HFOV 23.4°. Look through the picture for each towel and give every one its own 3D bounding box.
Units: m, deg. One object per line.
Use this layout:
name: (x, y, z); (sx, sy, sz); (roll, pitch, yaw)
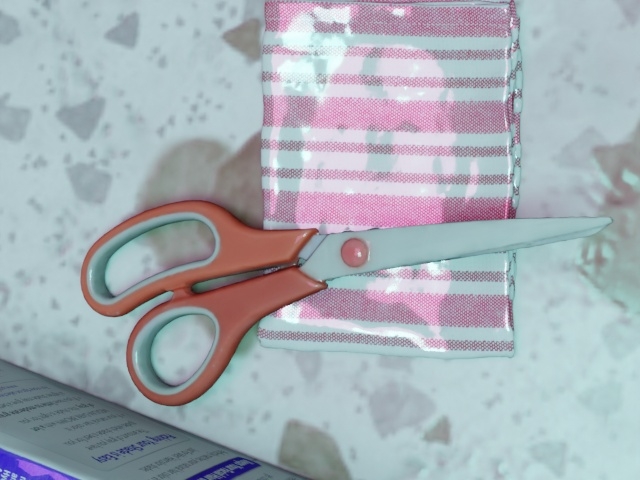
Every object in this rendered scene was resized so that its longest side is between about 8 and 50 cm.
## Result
towel: (0.035, -0.035, 0.838); (0.144, 0.029, 0.197); (1, 89, 13)

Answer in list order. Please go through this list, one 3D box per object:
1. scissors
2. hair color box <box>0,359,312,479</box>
scissors: (0.000, 0.000, 0.817); (0.297, 0.021, 0.109); (-23, 79, 24)
hair color box: (-0.085, 0.161, 0.779); (0.339, 0.185, 0.110); (18, 92, 12)
